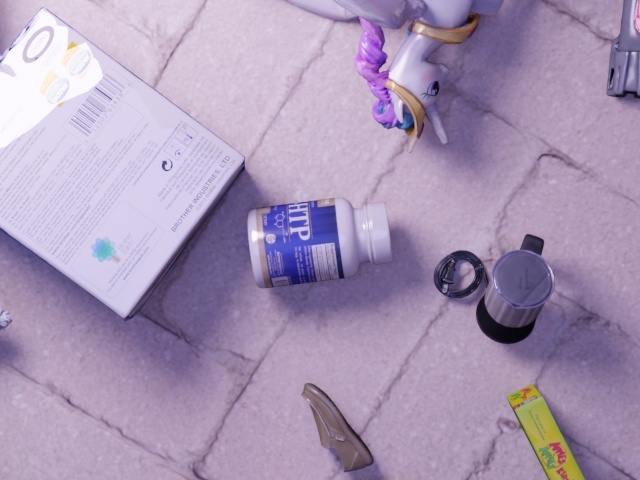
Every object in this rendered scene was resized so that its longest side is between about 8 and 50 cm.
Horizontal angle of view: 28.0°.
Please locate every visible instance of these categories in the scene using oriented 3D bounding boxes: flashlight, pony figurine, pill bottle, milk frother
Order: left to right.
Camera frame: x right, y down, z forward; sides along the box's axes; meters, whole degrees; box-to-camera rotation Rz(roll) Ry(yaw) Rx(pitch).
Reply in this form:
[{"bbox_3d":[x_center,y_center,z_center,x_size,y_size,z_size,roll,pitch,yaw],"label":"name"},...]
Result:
[{"bbox_3d":[0.000,0.000,1.737,0.187,0.112,0.112,-8,95,1],"label":"pill bottle"},{"bbox_3d":[0.100,-0.335,1.637,0.351,0.303,0.363,30,94,-18],"label":"pony figurine"},{"bbox_3d":[0.230,0.056,1.724,0.143,0.134,0.129,3,64,-2],"label":"milk frother"},{"bbox_3d":[0.454,-0.341,1.702,0.103,0.103,0.304,5,94,-2],"label":"flashlight"}]

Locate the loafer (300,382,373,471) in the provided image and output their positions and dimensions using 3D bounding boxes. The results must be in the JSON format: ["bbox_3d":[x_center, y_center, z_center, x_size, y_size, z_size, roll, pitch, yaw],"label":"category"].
[{"bbox_3d":[0.016,0.264,1.788,0.050,0.056,0.148,-37,93,-2],"label":"loafer"}]

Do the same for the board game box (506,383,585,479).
[{"bbox_3d":[0.321,0.294,1.764,0.043,0.092,0.181,-27,94,3],"label":"board game box"}]

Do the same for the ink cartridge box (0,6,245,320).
[{"bbox_3d":[-0.332,-0.116,1.698,0.395,0.151,0.270,37,83,-3],"label":"ink cartridge box"}]

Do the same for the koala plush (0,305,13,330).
[{"bbox_3d":[-0.540,0.065,1.731,0.196,0.203,0.221,-27,106,4],"label":"koala plush"}]
